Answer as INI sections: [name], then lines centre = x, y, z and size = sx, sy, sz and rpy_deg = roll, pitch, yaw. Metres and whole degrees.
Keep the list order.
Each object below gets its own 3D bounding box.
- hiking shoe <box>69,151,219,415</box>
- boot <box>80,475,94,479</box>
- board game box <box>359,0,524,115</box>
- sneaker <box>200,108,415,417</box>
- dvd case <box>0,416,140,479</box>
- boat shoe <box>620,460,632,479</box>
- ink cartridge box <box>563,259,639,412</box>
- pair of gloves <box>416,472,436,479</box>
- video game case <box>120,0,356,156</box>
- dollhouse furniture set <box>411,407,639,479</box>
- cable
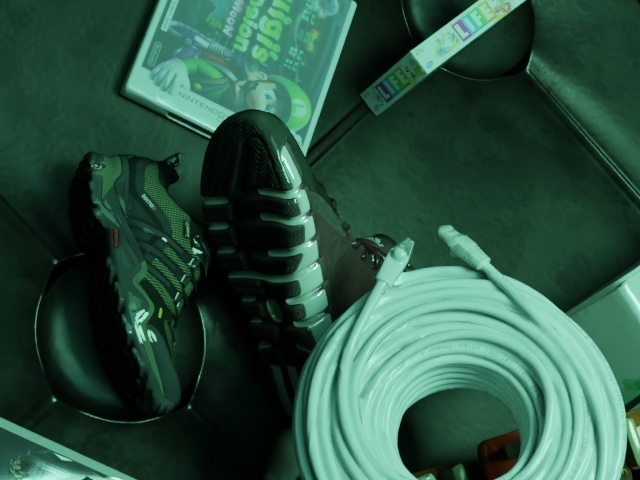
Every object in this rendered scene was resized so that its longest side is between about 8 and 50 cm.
[hiking shoe]
centre = -0.129, 0.029, 1.547
size = 0.114, 0.086, 0.227
rpy_deg = -7, 74, -24
[boot]
centre = -0.198, 0.268, 1.412
size = 0.086, 0.069, 0.190
rpy_deg = 38, 51, -2
[board game box]
centre = 0.116, -0.180, 1.730
size = 0.154, 0.103, 0.026
rpy_deg = -38, 91, -32
[sneaker]
centre = 0.000, 0.000, 1.587
size = 0.162, 0.106, 0.281
rpy_deg = -36, 123, -43
[dvd case]
centre = -0.258, 0.225, 1.448
size = 0.239, 0.029, 0.179
rpy_deg = 27, 62, -16
[boat shoe]
centre = 0.269, 0.270, 1.666
size = 0.060, 0.064, 0.178
rpy_deg = -6, 73, -26
[ink cartridge box]
centre = 0.369, 0.131, 1.723
size = 0.201, 0.117, 0.278
rpy_deg = -31, 87, -39
[pair of gloves]
centre = 0.051, 0.315, 1.486
size = 0.240, 0.042, 0.204
rpy_deg = -31, 80, -2
[video game case]
centre = -0.069, -0.173, 1.685
size = 0.173, 0.022, 0.190
rpy_deg = 26, 63, -16
[dollhouse furniture set]
centre = 0.176, 0.181, 1.609
size = 0.262, 0.135, 0.259
rpy_deg = -16, 81, -8
[cable]
centre = 0.105, 0.147, 1.466
size = 0.257, 0.089, 0.257
rpy_deg = 37, 70, 15
